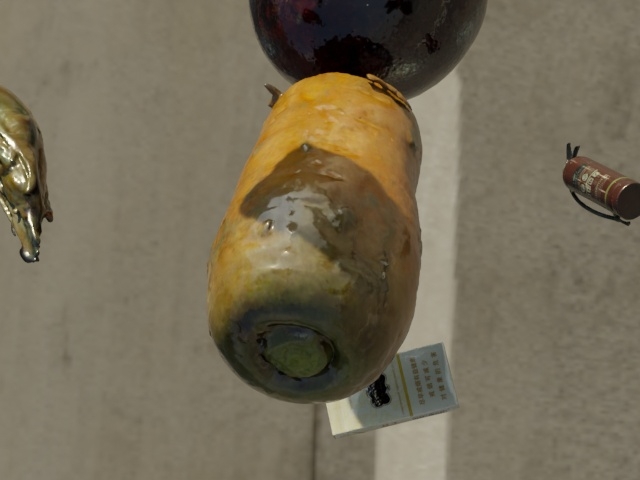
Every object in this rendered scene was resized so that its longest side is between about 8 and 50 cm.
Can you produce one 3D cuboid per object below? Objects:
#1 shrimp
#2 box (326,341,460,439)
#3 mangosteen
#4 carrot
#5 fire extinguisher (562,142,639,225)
[{"bbox_3d":[-0.314,-0.088,1.376,0.059,0.145,0.254,-46,37,24],"label":"shrimp"},{"bbox_3d":[0.089,0.194,1.912,0.166,0.024,0.090,-14,66,5],"label":"box"},{"bbox_3d":[0.050,-0.306,1.748,0.300,0.300,0.300,-12,75,50],"label":"mangosteen"},{"bbox_3d":[0.000,0.000,1.566,0.224,0.224,0.341,-45,23,37],"label":"carrot"},{"bbox_3d":[0.310,-0.062,1.655,0.158,0.043,0.064,-137,50,-66],"label":"fire extinguisher"}]
